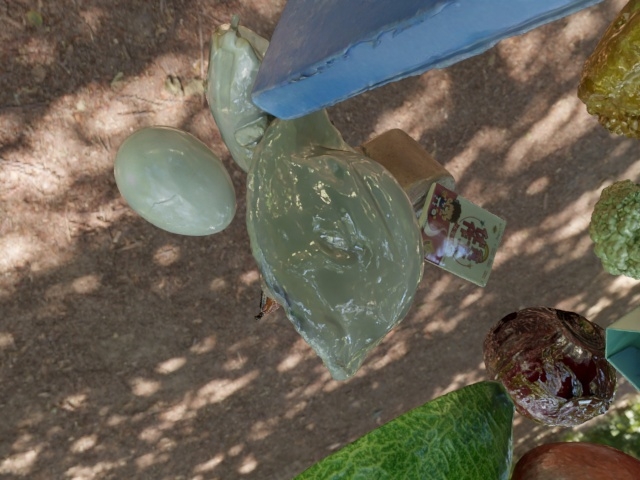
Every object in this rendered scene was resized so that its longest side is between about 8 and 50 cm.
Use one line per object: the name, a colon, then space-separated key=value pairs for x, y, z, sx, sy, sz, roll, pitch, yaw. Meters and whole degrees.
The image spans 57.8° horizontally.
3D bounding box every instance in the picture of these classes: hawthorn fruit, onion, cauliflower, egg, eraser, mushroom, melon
hawthorn fruit: x=0.276 y=0.286 z=0.577 sx=0.172 sy=0.173 sz=0.173 roll=-17 pitch=140 yaw=-15
onion: x=0.431 y=0.252 z=1.116 sx=0.207 sy=0.206 sz=0.216 roll=20 pitch=123 yaw=-24
cauliflower: x=0.785 y=-0.010 z=1.374 sx=0.281 sy=0.327 sz=0.260 roll=11 pitch=126 yaw=10
egg: x=-0.223 y=-0.089 z=0.915 sx=0.151 sy=0.151 sz=0.209 roll=-42 pitch=118 yaw=15
eraser: x=0.073 y=-0.176 z=0.371 sx=0.042 sy=0.144 sz=0.312 roll=31 pitch=157 yaw=-34
mushroom: x=-0.073 y=-0.141 z=0.672 sx=0.096 sy=0.099 sz=0.278 roll=-47 pitch=159 yaw=-18
melon: x=0.107 y=0.270 z=0.657 sx=0.323 sy=0.196 sz=0.124 roll=-35 pitch=-175 yaw=-10

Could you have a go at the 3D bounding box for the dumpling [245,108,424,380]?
dumpling: x=-0.004 y=0.004 z=0.574 sx=0.175 sy=0.243 sz=0.227 roll=-46 pitch=167 yaw=28

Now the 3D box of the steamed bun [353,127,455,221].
steamed bun: x=0.132 y=-0.105 z=1.335 sx=0.301 sy=0.251 sz=0.199 roll=-45 pitch=161 yaw=9

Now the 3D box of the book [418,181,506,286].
book: x=0.305 y=-0.008 z=1.271 sx=0.232 sy=0.022 sz=0.162 roll=24 pitch=85 yaw=-28

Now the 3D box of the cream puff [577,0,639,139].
cream puff: x=0.576 y=-0.300 z=0.901 sx=0.343 sy=0.231 sz=0.327 roll=-36 pitch=164 yaw=-41

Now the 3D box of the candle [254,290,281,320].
candle: x=0.004 y=0.024 z=0.838 sx=0.084 sy=0.059 sz=0.302 roll=40 pitch=112 yaw=-13

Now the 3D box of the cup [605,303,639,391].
cup: x=0.583 y=0.125 z=0.915 sx=0.235 sy=0.148 sz=0.134 roll=-36 pitch=102 yaw=-17
